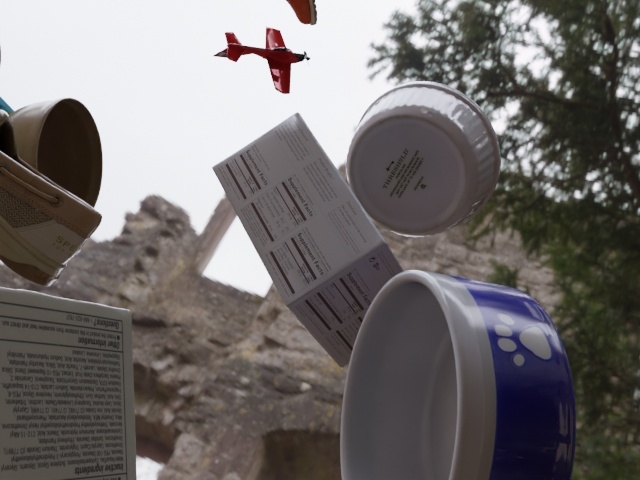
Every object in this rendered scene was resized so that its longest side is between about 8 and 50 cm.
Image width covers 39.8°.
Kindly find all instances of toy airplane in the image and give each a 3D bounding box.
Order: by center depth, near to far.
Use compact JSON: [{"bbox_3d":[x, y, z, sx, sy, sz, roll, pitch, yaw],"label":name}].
[{"bbox_3d":[-0.088,-0.288,1.353,0.151,0.151,0.028,25,-40,4],"label":"toy airplane"}]

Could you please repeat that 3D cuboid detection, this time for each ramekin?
[{"bbox_3d":[0.169,-0.129,1.531,0.272,0.127,0.273,8,-67,19],"label":"ramekin"}]

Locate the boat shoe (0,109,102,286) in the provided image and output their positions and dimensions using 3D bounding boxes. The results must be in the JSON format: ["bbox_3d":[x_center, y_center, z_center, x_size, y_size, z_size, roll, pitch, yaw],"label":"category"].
[{"bbox_3d":[-0.375,-0.099,0.952,0.341,0.110,0.121,42,0,8],"label":"boat shoe"}]

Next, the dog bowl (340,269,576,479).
[{"bbox_3d":[0.110,0.164,0.790,0.104,0.265,0.265,9,-38,-17],"label":"dog bowl"}]

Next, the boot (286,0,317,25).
[{"bbox_3d":[-0.064,-0.383,1.321,0.158,0.084,0.059,62,-11,-4],"label":"boot"}]

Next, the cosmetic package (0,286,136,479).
[{"bbox_3d":[-0.199,0.192,0.549,0.113,0.309,0.160,-9,-15,22],"label":"cosmetic package"}]

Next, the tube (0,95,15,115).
[{"bbox_3d":[-0.435,-0.147,1.227,0.207,0.080,0.052,52,-19,-26],"label":"tube"}]

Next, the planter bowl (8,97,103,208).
[{"bbox_3d":[-0.359,-0.097,1.109,0.109,0.162,0.162,2,-47,14],"label":"planter bowl"}]

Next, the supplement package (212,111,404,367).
[{"bbox_3d":[0.000,0.000,1.192,0.145,0.262,0.204,-33,-37,3],"label":"supplement package"}]
